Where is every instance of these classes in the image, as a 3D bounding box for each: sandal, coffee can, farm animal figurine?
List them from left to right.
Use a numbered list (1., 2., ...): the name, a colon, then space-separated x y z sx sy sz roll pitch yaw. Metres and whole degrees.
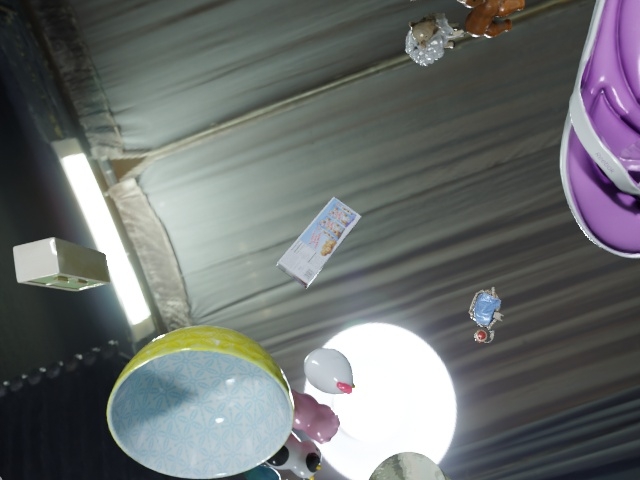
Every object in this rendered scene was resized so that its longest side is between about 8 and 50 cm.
1. coffee can: 0.248 0.632 1.386 0.275 0.201 0.202 50 -163 -37
2. farm animal figurine: 0.177 -0.475 0.989 0.327 0.172 0.330 -168 64 -74
3. sandal: 0.394 -0.160 0.771 0.102 0.169 0.416 -45 -48 -57

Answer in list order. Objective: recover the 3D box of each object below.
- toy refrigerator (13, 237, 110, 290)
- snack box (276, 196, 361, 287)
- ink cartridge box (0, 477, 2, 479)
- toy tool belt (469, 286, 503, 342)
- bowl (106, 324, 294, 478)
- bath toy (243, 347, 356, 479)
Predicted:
1. toy refrigerator: -0.623 0.068 1.487 0.269 0.102 0.094 64 -166 -79
2. snack box: 0.000 0.000 1.060 0.064 0.178 0.022 35 147 6
3. ink cartridge box: -0.632 0.422 1.062 0.135 0.099 0.056 54 166 4
4. toy tool belt: 0.264 0.119 0.968 0.051 0.052 0.083 73 -147 -69
5. bowl: -0.189 0.237 1.002 0.156 0.289 0.289 -98 -11 -57
6. bath toy: -0.024 0.403 1.311 0.151 0.348 0.129 24 -174 -40
